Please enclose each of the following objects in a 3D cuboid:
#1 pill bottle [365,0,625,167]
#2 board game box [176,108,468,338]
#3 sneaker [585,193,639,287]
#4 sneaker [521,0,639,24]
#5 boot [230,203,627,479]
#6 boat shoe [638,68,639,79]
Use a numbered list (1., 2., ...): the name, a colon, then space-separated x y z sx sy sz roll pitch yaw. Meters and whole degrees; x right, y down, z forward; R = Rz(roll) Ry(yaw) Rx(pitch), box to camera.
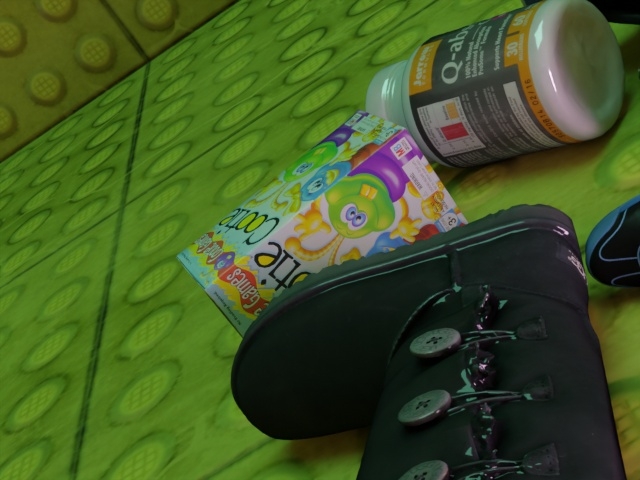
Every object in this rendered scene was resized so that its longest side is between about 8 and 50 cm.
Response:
1. pill bottle: 0.194 -0.171 1.345 0.278 0.162 0.162 -11 34 46
2. board game box: 0.000 0.000 1.310 0.275 0.144 0.142 -39 23 -6
3. sneaker: 0.320 -0.003 0.943 0.232 0.081 0.090 -22 21 29
4. sneaker: 0.406 -0.317 1.344 0.316 0.127 0.182 -22 28 -9
5. boot: 0.054 0.166 0.888 0.367 0.146 0.445 -30 22 20
6. boat shoe: 0.379 -0.146 1.175 0.233 0.084 0.079 -96 24 -57
